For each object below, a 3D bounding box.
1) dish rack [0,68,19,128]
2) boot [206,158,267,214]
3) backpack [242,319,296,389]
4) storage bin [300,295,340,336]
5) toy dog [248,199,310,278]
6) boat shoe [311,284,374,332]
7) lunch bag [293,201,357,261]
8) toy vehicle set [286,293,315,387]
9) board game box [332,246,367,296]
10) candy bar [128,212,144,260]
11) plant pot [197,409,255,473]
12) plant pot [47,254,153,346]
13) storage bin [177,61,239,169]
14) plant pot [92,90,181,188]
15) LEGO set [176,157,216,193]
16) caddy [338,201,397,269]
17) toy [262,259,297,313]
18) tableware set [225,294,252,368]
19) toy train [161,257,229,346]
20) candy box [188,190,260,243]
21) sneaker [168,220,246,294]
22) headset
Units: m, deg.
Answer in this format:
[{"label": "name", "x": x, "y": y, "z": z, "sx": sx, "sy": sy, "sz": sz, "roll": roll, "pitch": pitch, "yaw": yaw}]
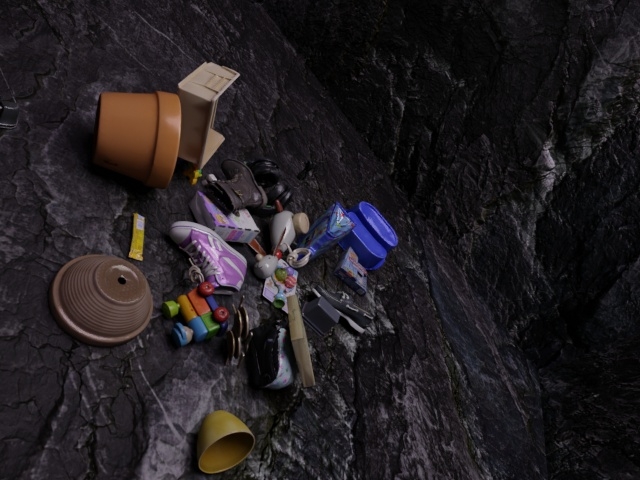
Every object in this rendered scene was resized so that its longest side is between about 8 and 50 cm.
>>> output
[{"label": "dish rack", "x": -0.899, "y": -0.413, "z": 1.062, "sx": 0.272, "sy": 0.074, "sz": 0.208, "roll": 58, "pitch": 29, "yaw": 13}, {"label": "boot", "x": -0.317, "y": -0.199, "z": 1.504, "sx": 0.263, "sy": 0.091, "sz": 0.229, "roll": 46, "pitch": 23, "yaw": 15}, {"label": "backpack", "x": -0.141, "y": 0.340, "z": 1.253, "sx": 0.115, "sy": 0.152, "sz": 0.182, "roll": 26, "pitch": 44, "yaw": -45}, {"label": "storage bin", "x": 0.005, "y": 0.270, "z": 1.580, "sx": 0.135, "sy": 0.091, "sz": 0.098, "roll": 46, "pitch": 30, "yaw": -12}, {"label": "toy dog", "x": -0.163, "y": -0.027, "z": 1.575, "sx": 0.334, "sy": 0.220, "sz": 0.161, "roll": -93, "pitch": 159, "yaw": -58}, {"label": "boat shoe", "x": 0.092, "y": 0.252, "z": 1.690, "sx": 0.302, "sy": 0.091, "sz": 0.114, "roll": 41, "pitch": 1, "yaw": -31}, {"label": "lunch bag", "x": 0.000, "y": 0.000, "z": 1.717, "sx": 0.138, "sy": 0.221, "sz": 0.293, "roll": 48, "pitch": 26, "yaw": -7}, {"label": "toy vehicle set", "x": -0.065, "y": 0.302, "z": 1.326, "sx": 0.267, "sy": 0.035, "sz": 0.166, "roll": -111, "pitch": -172, "yaw": -69}, {"label": "board game box", "x": 0.149, "y": 0.129, "z": 1.967, "sx": 0.194, "sy": 0.060, "sz": 0.194, "roll": 39, "pitch": 33, "yaw": -22}, {"label": "candy bar", "x": -0.520, "y": -0.014, "z": 1.215, "sx": 0.040, "sy": 0.018, "sz": 0.162, "roll": 28, "pitch": 37, "yaw": -43}, {"label": "plant pot", "x": -0.235, "y": 0.463, "z": 1.013, "sx": 0.134, "sy": 0.134, "sz": 0.095, "roll": 23, "pitch": 16, "yaw": -42}, {"label": "plant pot", "x": -0.496, "y": 0.121, "z": 1.013, "sx": 0.237, "sy": 0.109, "sz": 0.237, "roll": 34, "pitch": 34, "yaw": -28}, {"label": "storage bin", "x": -0.389, "y": -0.427, "z": 1.443, "sx": 0.123, "sy": 0.262, "sz": 0.260, "roll": 22, "pitch": 40, "yaw": -5}, {"label": "plant pot", "x": -0.549, "y": -0.309, "z": 1.259, "sx": 0.203, "sy": 0.291, "sz": 0.291, "roll": 6, "pitch": 52, "yaw": -33}, {"label": "LEGO set", "x": -0.449, "y": -0.279, "z": 1.526, "sx": 0.227, "sy": 0.093, "sz": 0.087, "roll": 54, "pitch": 29, "yaw": 2}, {"label": "caddy", "x": 0.207, "y": -0.019, "z": 2.098, "sx": 0.341, "sy": 0.179, "sz": 0.241, "roll": 50, "pitch": 52, "yaw": 0}, {"label": "toy", "x": -0.129, "y": 0.145, "z": 1.559, "sx": 0.137, "sy": 0.056, "sz": 0.237, "roll": 40, "pitch": 32, "yaw": -23}, {"label": "tableware set", "x": -0.236, "y": 0.257, "z": 1.172, "sx": 0.039, "sy": 0.194, "sz": 0.128, "roll": 0, "pitch": 47, "yaw": -26}, {"label": "toy train", "x": -0.370, "y": 0.167, "z": 1.173, "sx": 0.143, "sy": 0.105, "sz": 0.248, "roll": -17, "pitch": 63, "yaw": -41}, {"label": "candy box", "x": -0.330, "y": -0.077, "z": 1.475, "sx": 0.196, "sy": 0.070, "sz": 0.165, "roll": 8, "pitch": 41, "yaw": -52}, {"label": "sneaker", "x": -0.345, "y": 0.063, "z": 1.301, "sx": 0.282, "sy": 0.102, "sz": 0.161, "roll": 36, "pitch": 37, "yaw": -27}, {"label": "headset", "x": -0.188, "y": -0.248, "z": 1.770, "sx": 0.394, "sy": 0.185, "sz": 0.243, "roll": -21, "pitch": 76, "yaw": -48}]
